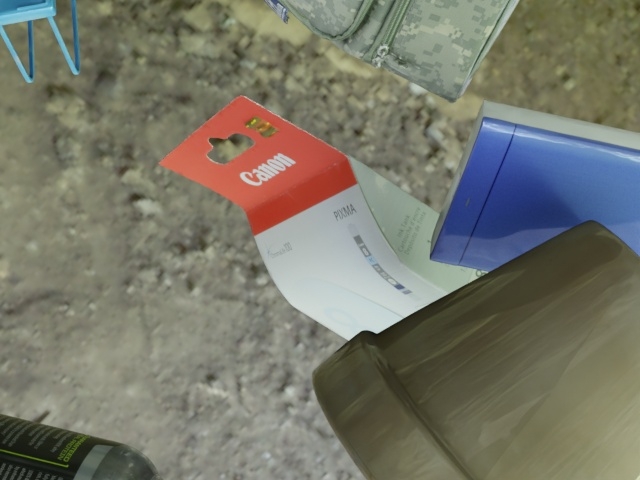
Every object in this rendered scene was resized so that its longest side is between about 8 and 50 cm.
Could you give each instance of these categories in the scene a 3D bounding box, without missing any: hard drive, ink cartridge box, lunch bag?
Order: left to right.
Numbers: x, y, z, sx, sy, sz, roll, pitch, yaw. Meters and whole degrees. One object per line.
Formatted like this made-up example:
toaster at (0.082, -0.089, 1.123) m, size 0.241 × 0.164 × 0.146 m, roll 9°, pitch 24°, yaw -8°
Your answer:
ink cartridge box at (0.000, 0.000, 1.369) m, size 0.385 × 0.308 × 0.091 m, roll 31°, pitch 69°, yaw -17°
lunch bag at (0.083, -0.308, 1.047) m, size 0.256 × 0.305 × 0.212 m, roll 28°, pitch 53°, yaw 1°
hard drive at (0.285, -0.021, 1.118) m, size 0.318 × 0.210 × 0.040 m, roll 12°, pitch 52°, yaw -2°

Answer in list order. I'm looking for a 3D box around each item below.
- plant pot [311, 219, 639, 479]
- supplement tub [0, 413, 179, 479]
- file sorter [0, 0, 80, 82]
plant pot at (0.198, 0.143, 1.012) m, size 0.323 × 0.280 × 0.323 m, roll 46°, pitch 6°, yaw -7°
supplement tub at (-0.269, 0.249, 0.986) m, size 0.316 × 0.194 × 0.193 m, roll 12°, pitch 27°, yaw 7°
file sorter at (-0.286, -0.187, 0.929) m, size 0.104 × 0.170 × 0.118 m, roll 79°, pitch 1°, yaw -62°
